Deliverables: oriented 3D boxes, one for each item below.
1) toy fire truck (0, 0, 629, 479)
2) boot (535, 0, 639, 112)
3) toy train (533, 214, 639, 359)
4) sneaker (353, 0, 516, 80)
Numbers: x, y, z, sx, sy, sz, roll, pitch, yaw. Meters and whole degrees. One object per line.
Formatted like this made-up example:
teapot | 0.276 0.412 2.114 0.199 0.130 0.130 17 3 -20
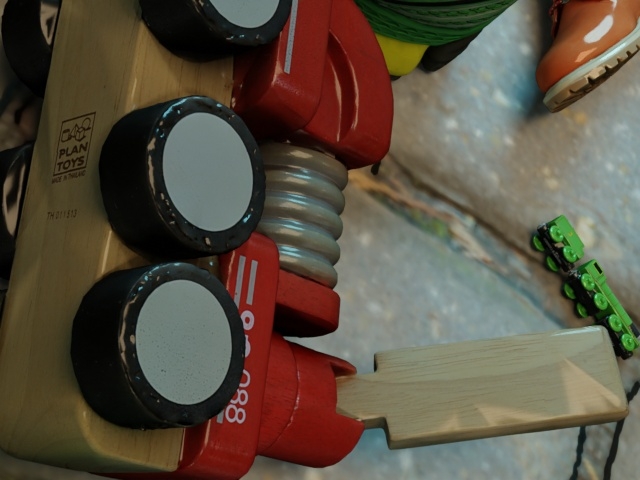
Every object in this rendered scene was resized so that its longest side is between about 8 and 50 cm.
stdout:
toy fire truck | 0.000 0.000 0.555 0.246 0.158 0.217 23 66 -43
boot | 0.143 -0.132 0.726 0.084 0.059 0.158 45 48 -6
toy train | 0.139 0.024 0.688 0.023 0.017 0.083 -35 92 -45
sneaker | -0.041 -0.186 0.580 0.343 0.146 0.134 13 67 -25
